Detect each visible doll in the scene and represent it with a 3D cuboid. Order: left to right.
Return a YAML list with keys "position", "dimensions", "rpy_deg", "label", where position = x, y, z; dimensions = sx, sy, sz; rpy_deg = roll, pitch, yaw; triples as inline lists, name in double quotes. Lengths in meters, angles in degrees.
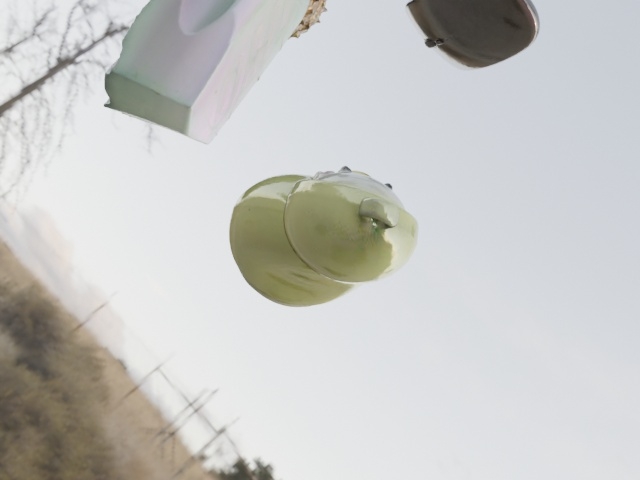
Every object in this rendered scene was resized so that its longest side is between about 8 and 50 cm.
- position: [0.005, -0.011, 0.744]
  dimensions: [0.141, 0.117, 0.296]
  rpy_deg: [27, -18, -14]
  label: "doll"

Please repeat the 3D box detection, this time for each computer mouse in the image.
- position: [0.174, -0.262, 1.057]
  dimensions: [0.120, 0.057, 0.232]
  rpy_deg: [46, -12, -16]
  label: "computer mouse"

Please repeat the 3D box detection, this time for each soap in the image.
- position: [-0.123, -0.259, 1.072]
  dimensions: [0.115, 0.347, 0.208]
  rpy_deg: [28, -33, 4]
  label: "soap"

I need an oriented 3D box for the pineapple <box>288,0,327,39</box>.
- position: [-0.051, -0.430, 1.378]
  dimensions: [0.169, 0.169, 0.340]
  rpy_deg: [53, -9, -2]
  label: "pineapple"
